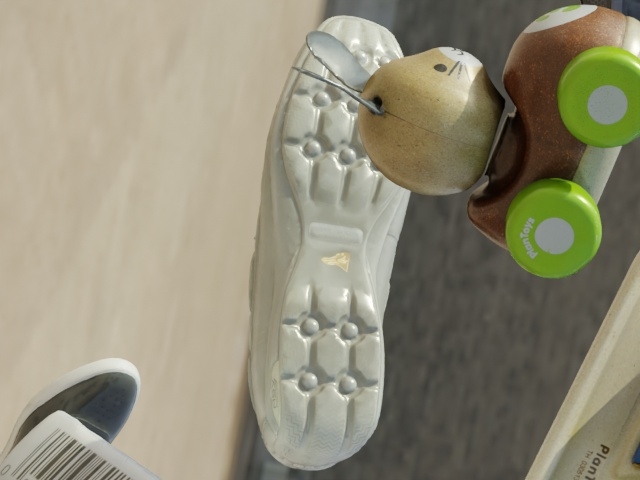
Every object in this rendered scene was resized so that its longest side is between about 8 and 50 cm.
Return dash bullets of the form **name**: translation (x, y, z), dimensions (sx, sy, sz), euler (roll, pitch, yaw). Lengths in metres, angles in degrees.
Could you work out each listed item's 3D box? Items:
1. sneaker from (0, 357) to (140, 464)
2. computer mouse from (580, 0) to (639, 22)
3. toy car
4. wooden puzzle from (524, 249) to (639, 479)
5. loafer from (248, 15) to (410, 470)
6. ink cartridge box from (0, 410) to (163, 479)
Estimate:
- **sneaker**: translation (-0.265, 0.253, 1.845), dimensions (0.296, 0.104, 0.147), euler (-46, -142, 11)
- **computer mouse**: translation (0.241, -0.226, 1.504), dimensions (0.072, 0.189, 0.272), euler (19, -69, 51)
- **toy car**: translation (0.078, -0.080, 1.062), dimensions (0.155, 0.188, 0.149), euler (-71, -179, -74)
- **wooden puzzle**: translation (0.300, 0.210, 1.227), dimensions (0.322, 0.348, 0.080), euler (-63, -176, -7)
- **loafer**: translation (0.000, 0.000, 1.306), dimensions (0.111, 0.112, 0.319), euler (135, -34, -66)
- **ink cartridge box**: translation (-0.016, 0.297, 1.169), dimensions (0.091, 0.308, 0.385), euler (-48, 129, -16)
